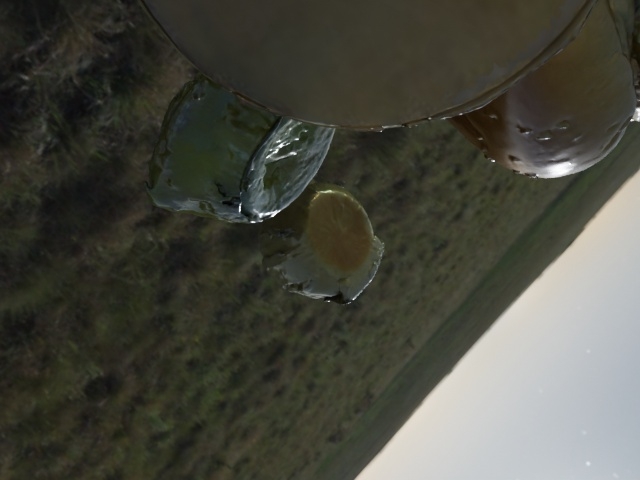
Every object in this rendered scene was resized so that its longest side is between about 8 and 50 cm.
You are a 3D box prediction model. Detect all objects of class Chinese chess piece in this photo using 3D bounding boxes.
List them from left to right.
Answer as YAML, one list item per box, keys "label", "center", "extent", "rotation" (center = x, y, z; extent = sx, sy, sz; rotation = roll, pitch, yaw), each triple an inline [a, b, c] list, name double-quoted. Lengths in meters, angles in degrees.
- label: "Chinese chess piece"
  center: [0.022, -0.179, 0.324]
  extent: [0.257, 0.257, 0.104]
  rotation: [-55, -163, 25]

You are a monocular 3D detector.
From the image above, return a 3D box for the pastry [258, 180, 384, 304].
- label: "pastry"
  center: [0.000, 0.000, 0.872]
  extent: [0.166, 0.165, 0.088]
  rotation: [-37, -168, -35]

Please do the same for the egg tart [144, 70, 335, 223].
- label: "egg tart"
  center: [-0.048, -0.087, 0.553]
  extent: [0.197, 0.078, 0.197]
  rotation: [-49, 164, -20]

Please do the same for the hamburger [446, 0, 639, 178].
- label: "hamburger"
  center: [0.148, -0.194, 0.568]
  extent: [0.170, 0.289, 0.314]
  rotation: [-36, 136, -1]
